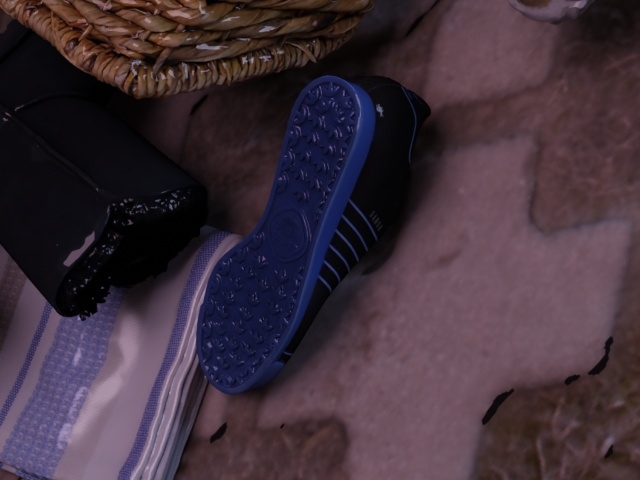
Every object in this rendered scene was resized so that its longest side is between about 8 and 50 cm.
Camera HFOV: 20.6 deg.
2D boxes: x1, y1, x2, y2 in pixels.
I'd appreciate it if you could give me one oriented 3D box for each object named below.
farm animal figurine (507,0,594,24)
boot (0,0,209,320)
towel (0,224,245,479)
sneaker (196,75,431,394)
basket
[{"bbox_3d":[0.297,-0.228,1.011,0.330,0.172,0.327,29,101,27],"label":"farm animal figurine"},{"bbox_3d":[-0.146,-0.076,1.226,0.207,0.094,0.246,38,65,24],"label":"boot"},{"bbox_3d":[-0.194,0.066,1.255,0.285,0.034,0.209,13,79,33],"label":"towel"},{"bbox_3d":[0.000,0.000,1.147,0.081,0.090,0.232,42,117,33],"label":"sneaker"},{"bbox_3d":[-0.102,-0.216,1.198,0.299,0.213,0.223,34,94,34],"label":"basket"}]
